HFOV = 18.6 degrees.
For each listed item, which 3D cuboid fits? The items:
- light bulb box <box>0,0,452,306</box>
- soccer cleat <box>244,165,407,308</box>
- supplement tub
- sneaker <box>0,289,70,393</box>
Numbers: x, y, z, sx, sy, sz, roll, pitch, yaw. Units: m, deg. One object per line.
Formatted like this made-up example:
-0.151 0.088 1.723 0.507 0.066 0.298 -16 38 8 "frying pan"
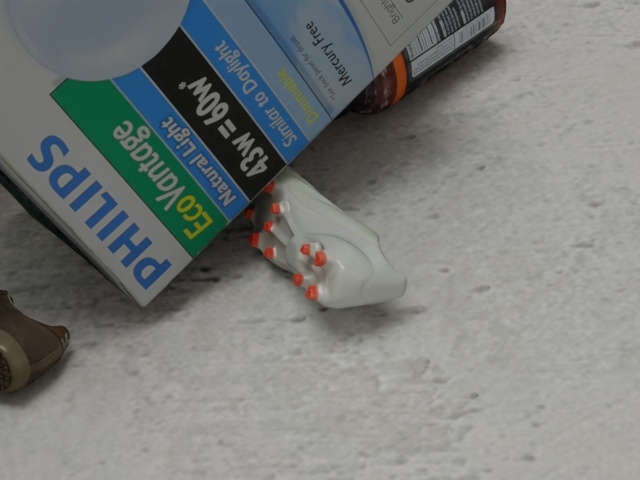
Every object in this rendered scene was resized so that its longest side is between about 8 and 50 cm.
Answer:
-0.152 -0.214 1.463 0.361 0.358 0.225 -46 39 -8 "light bulb box"
0.000 0.000 1.485 0.076 0.068 0.196 6 23 -25 "soccer cleat"
0.058 -0.175 1.652 0.198 0.106 0.106 -35 43 -28 "supplement tub"
-0.272 0.063 1.483 0.188 0.066 0.071 25 34 32 "sneaker"
